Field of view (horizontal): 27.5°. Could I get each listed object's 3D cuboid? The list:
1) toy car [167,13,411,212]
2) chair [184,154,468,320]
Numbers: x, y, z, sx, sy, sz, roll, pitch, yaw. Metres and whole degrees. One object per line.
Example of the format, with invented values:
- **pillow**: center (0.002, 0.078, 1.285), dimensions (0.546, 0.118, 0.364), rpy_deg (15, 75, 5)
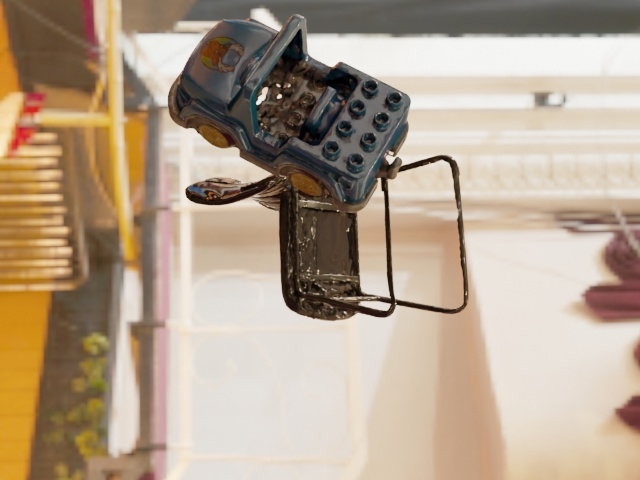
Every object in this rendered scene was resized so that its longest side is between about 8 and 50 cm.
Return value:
- **toy car**: center (-0.020, -0.108, 1.001), dimensions (0.097, 0.191, 0.100), rpy_deg (-59, 170, -24)
- **chair**: center (0.000, 0.000, 1.168), dimensions (0.140, 0.221, 0.145), rpy_deg (4, 82, -58)
